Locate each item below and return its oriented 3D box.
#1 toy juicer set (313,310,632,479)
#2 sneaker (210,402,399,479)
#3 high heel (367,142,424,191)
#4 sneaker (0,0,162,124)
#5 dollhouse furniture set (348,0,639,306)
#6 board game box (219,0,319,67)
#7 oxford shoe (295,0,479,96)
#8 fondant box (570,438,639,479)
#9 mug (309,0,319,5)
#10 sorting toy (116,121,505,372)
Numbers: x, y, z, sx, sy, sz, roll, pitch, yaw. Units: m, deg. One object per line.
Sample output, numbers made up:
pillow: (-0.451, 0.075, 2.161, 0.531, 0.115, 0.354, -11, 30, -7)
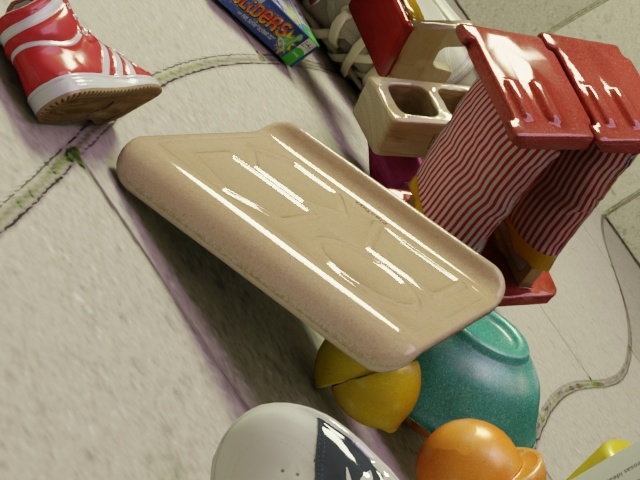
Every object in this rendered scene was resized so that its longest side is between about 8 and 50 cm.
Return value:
toy juicer set: (0.057, 0.082, 0.901, 0.209, 0.089, 0.329, 11, 29, -41)
sneaker: (-0.012, 0.137, 0.487, 0.153, 0.094, 0.235, 51, 23, -52)
high heel: (0.120, -0.037, 1.346, 0.244, 0.082, 0.117, 7, 53, -57)
sneaker: (-0.127, -0.097, 0.748, 0.067, 0.042, 0.118, 60, 17, 5)
dollhouse furniture set: (0.108, -0.144, 1.175, 0.152, 0.201, 0.374, 2, 47, -28)
board game box: (-0.081, -0.261, 1.274, 0.136, 0.035, 0.201, 36, 23, -52)
oxford shoe: (0.063, -0.205, 1.463, 0.130, 0.169, 0.449, -31, 95, -35)
fondant box: (0.144, 0.219, 0.518, 0.096, 0.238, 0.330, 50, 15, -25)
mug: (-0.020, -0.316, 1.307, 0.169, 0.113, 0.150, 51, 12, -5)
sorting toy: (0.000, 0.000, 0.824, 0.193, 0.038, 0.208, 36, 20, 13)
